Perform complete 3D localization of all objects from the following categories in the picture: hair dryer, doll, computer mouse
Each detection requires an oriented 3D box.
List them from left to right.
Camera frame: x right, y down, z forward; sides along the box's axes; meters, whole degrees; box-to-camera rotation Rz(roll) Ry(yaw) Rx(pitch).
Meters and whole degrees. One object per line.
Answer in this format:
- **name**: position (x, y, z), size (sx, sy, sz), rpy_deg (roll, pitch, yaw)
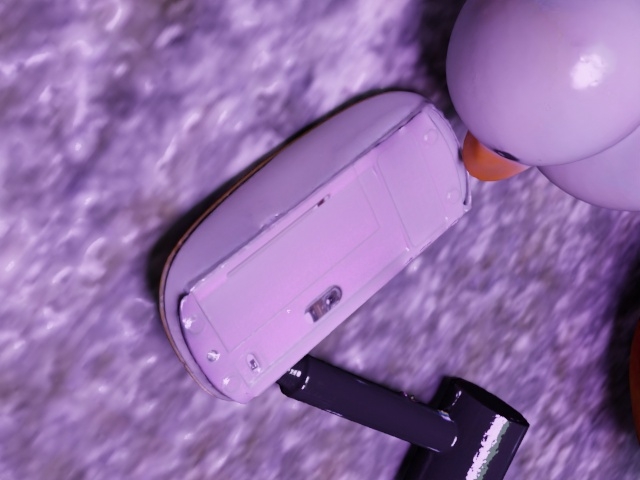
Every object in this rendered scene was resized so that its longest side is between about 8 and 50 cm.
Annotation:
- **computer mouse**: position (0.000, 0.000, 0.579), size (0.245, 0.056, 0.126), rpy_deg (-41, 122, -21)
- **hair dryer**: position (0.047, 0.145, 0.657), size (0.248, 0.070, 0.114), rpy_deg (26, 91, -32)
- **doll**: position (0.190, -0.130, 0.563), size (0.221, 0.221, 0.251), rpy_deg (28, 117, -36)

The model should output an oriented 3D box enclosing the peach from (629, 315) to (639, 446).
- **peach**: position (0.442, 0.105, 0.749), size (0.370, 0.370, 0.370), rpy_deg (-11, 112, -30)
